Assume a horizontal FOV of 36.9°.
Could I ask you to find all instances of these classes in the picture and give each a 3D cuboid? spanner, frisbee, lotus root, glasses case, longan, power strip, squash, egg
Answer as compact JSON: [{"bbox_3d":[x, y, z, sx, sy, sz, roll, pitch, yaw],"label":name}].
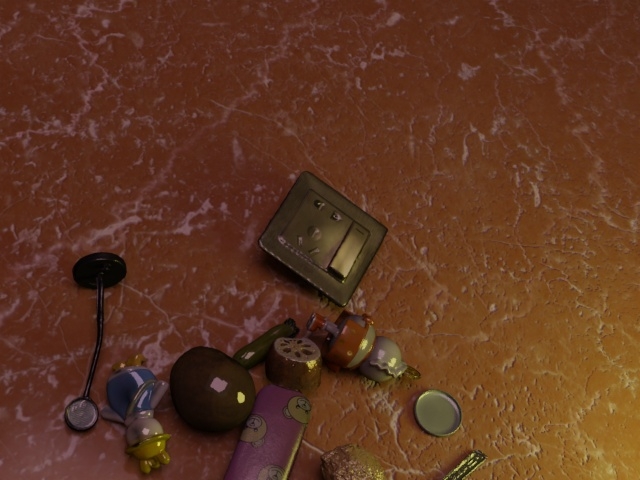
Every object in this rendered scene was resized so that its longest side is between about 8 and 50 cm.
[{"bbox_3d":[0.235,0.533,1.987,0.325,0.026,0.093,-32,71,-30],"label":"spanner"},{"bbox_3d":[0.257,0.377,2.098,0.110,0.014,0.110,7,56,-11],"label":"frisbee"},{"bbox_3d":[-0.053,0.262,2.026,0.122,0.081,0.112,4,29,-20],"label":"lotus root"},{"bbox_3d":[-0.112,0.434,1.929,0.123,0.076,0.316,21,55,1],"label":"glasses case"},{"bbox_3d":[-0.220,0.300,1.937,0.167,0.167,0.187,-24,63,-26],"label":"longan"},{"bbox_3d":[0.001,0.002,2.226,0.251,0.092,0.257,33,55,-3],"label":"power strip"},{"bbox_3d":[-0.116,0.226,2.080,0.183,0.052,0.052,-30,70,-32],"label":"squash"},{"bbox_3d":[0.063,0.469,1.928,0.140,0.118,0.116,22,72,11],"label":"egg"}]

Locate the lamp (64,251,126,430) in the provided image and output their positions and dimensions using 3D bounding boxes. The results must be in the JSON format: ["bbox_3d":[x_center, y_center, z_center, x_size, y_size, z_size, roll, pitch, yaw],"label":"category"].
[{"bbox_3d":[-0.472,0.214,2.001,0.130,0.108,0.371,5,71,-25],"label":"lamp"}]

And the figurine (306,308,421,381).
[{"bbox_3d":[0.097,0.230,2.083,0.271,0.143,0.143,14,56,-4],"label":"figurine"}]

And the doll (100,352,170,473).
[{"bbox_3d":[-0.363,0.342,1.911,0.135,0.099,0.241,-13,65,-21],"label":"doll"}]
